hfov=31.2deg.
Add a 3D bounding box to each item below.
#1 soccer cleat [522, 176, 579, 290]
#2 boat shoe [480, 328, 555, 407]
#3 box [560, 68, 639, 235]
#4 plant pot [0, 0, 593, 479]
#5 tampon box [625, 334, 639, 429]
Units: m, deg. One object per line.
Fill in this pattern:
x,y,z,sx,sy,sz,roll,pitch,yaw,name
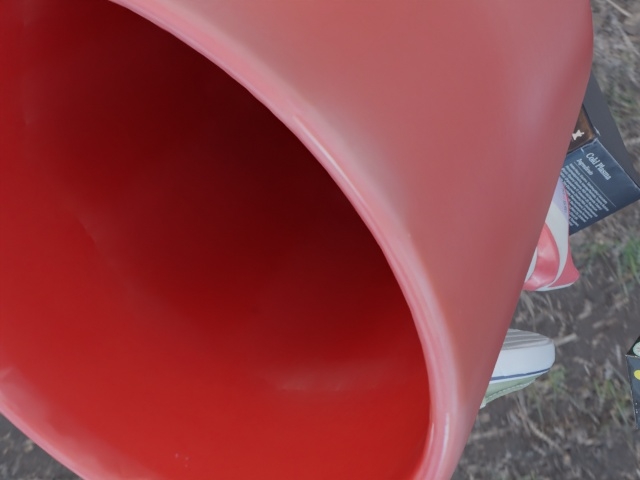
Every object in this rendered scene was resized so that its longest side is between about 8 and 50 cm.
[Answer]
0.246,-0.087,1.417,0.116,0.318,0.109,11,153,-30,soccer cleat
0.113,0.157,1.205,0.302,0.109,0.094,-8,102,-24,boat shoe
0.269,-0.157,1.736,0.312,0.343,0.179,-30,139,24,box
-0.016,-0.046,0.489,0.275,0.243,0.275,21,134,23,plant pot
0.424,0.131,1.253,0.120,0.161,0.101,5,121,36,tampon box
